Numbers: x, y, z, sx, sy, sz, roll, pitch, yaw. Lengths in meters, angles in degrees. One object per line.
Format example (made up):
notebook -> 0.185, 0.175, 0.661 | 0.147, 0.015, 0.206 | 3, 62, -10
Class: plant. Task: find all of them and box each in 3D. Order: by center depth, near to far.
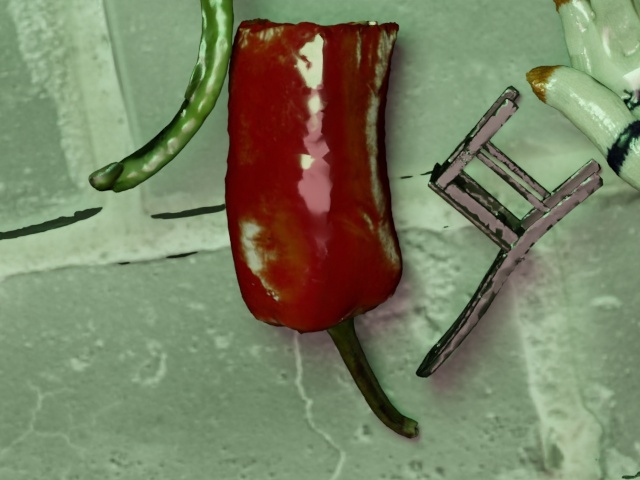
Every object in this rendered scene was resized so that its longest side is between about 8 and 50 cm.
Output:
plant -> -0.091, -0.233, 1.374 | 0.251, 0.180, 0.333 | -12, 108, 7

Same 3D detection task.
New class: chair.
chair -> 0.109, -0.004, 1.404 | 0.101, 0.084, 0.212 | 41, 103, -2

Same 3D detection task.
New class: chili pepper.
chili pepper -> -0.005, 0.000, 1.400 | 0.134, 0.131, 0.338 | 2, 101, 19

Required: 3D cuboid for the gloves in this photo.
gloves -> 0.251, -0.112, 1.354 | 0.140, 0.131, 0.218 | -42, 59, 15
